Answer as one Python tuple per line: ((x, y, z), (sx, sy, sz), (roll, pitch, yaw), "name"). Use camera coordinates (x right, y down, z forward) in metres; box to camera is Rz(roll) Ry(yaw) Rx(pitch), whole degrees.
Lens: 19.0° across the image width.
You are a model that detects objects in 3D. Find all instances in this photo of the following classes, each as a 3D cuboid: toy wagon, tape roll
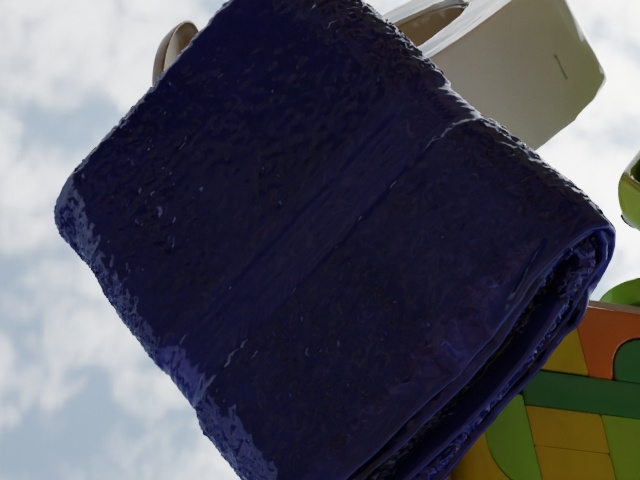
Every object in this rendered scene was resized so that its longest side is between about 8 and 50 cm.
((0.199, 0.137, 1.089), (0.344, 0.068, 0.267), (9, -127, -26), "toy wagon")
((0.067, -0.102, 1.434), (0.286, 0.286, 0.100), (-40, -74, -37), "tape roll")

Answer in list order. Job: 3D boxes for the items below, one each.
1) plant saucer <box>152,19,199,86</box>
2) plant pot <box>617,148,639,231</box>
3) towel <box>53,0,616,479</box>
((-0.111, -0.128, 1.471), (0.015, 0.083, 0.083), (7, -136, 17), "plant saucer")
((0.346, -0.065, 1.346), (0.228, 0.207, 0.227), (36, -154, 7), "plant pot")
((0.000, 0.000, 1.039), (0.227, 0.076, 0.308), (-46, -131, 4), "towel")
